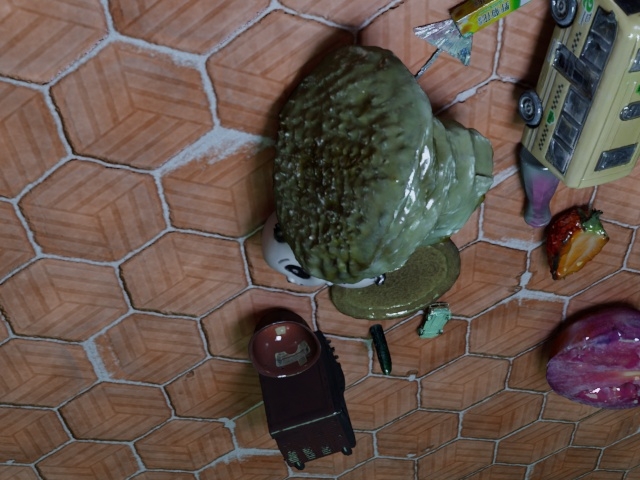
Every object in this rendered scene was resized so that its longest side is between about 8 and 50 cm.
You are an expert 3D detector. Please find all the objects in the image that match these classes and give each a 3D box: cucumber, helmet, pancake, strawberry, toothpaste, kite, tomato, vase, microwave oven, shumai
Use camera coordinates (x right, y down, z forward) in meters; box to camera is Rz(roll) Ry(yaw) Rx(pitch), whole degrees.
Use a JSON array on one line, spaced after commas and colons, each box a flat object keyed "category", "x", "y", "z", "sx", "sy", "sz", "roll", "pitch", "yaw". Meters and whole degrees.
[{"category": "cucumber", "x": 0.141, "y": 0.252, "z": 2.011, "sx": 0.032, "sy": 0.133, "sz": 0.032, "roll": -7, "pitch": 137, "yaw": -7}, {"category": "helmet", "x": -0.089, "y": 0.205, "z": 1.906, "sx": 0.155, "sy": 0.106, "sz": 0.175, "roll": -31, "pitch": 132, "yaw": 11}, {"category": "pancake", "x": 0.166, "y": 0.082, "z": 1.906, "sx": 0.288, "sy": 0.033, "sz": 0.286, "roll": 0, "pitch": 137, "yaw": -17}, {"category": "strawberry", "x": 0.544, "y": -0.002, "z": 1.890, "sx": 0.140, "sy": 0.085, "sz": 0.192, "roll": -27, "pitch": 144, "yaw": 1}, {"category": "toothpaste", "x": 0.296, "y": -0.391, "z": 1.409, "sx": 0.178, "sy": 0.037, "sz": 0.043, "roll": -28, "pitch": 135, "yaw": 11}, {"category": "kite", "x": 0.206, "y": -0.326, "z": 1.480, "sx": 0.139, "sy": 0.011, "sz": 0.156, "roll": 22, "pitch": 126, "yaw": -31}, {"category": "tomato", "x": 0.710, "y": 0.269, "z": 2.188, "sx": 0.290, "sy": 0.176, "sz": 0.335, "roll": -2, "pitch": 140, "yaw": 15}, {"category": "vase", "x": 0.437, "y": -0.108, "z": 1.746, "sx": 0.086, "sy": 0.086, "sz": 0.214, "roll": -15, "pitch": 144, "yaw": 0}, {"category": "microwave oven", "x": -0.027, "y": 0.360, "z": 1.997, "sx": 0.188, "sy": 0.247, "sz": 0.178, "roll": -17, "pitch": 137, "yaw": 0}, {"category": "shumai", "x": 0.127, "y": -0.121, "z": 1.483, "sx": 0.323, "sy": 0.324, "sz": 0.397, "roll": -2, "pitch": 120, "yaw": -38}]

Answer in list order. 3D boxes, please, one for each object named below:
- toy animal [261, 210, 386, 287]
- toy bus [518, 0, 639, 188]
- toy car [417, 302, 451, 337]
[{"category": "toy animal", "x": 0.003, "y": 0.008, "z": 1.664, "sx": 0.235, "sy": 0.165, "sz": 0.187, "roll": 1, "pitch": 178, "yaw": -25}, {"category": "toy bus", "x": 0.476, "y": -0.274, "z": 1.455, "sx": 0.177, "sy": 0.202, "sz": 0.365, "roll": -15, "pitch": 139, "yaw": -19}, {"category": "toy car", "x": 0.266, "y": 0.192, "z": 2.058, "sx": 0.059, "sy": 0.035, "sz": 0.122, "roll": -3, "pitch": 146, "yaw": -15}]
